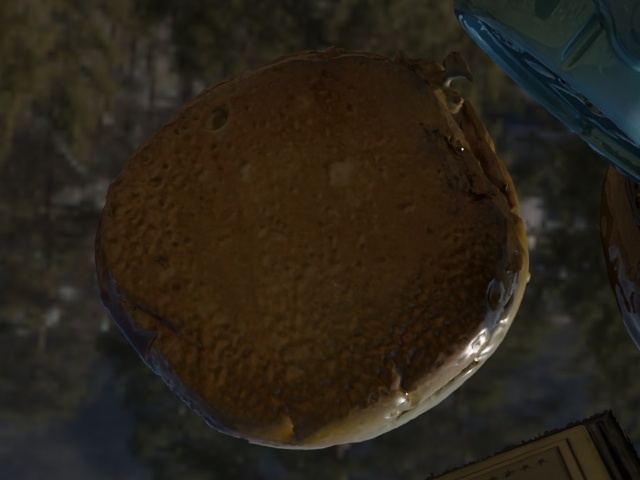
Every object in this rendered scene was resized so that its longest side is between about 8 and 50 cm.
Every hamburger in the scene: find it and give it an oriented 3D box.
[{"bbox_3d":[0.000,0.000,1.313,0.314,0.290,0.170,-30,170,-2],"label":"hamburger"}]

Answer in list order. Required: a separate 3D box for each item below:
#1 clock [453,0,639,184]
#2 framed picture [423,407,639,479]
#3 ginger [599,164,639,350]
[{"bbox_3d":[0.082,-0.061,0.536,0.147,0.045,0.108,39,-179,-30],"label":"clock"},{"bbox_3d":[0.071,0.150,0.890,0.195,0.010,0.199,-21,-164,3],"label":"framed picture"},{"bbox_3d":[0.280,0.025,1.037,0.269,0.200,0.223,17,155,2],"label":"ginger"}]
